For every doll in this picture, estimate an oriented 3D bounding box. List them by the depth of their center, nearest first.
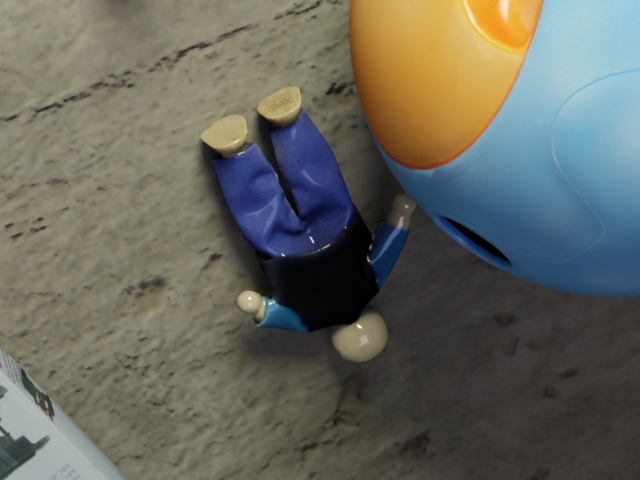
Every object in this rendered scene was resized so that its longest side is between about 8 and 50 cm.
[{"bbox_3d":[0.000,0.000,0.907,0.129,0.046,0.189,-28,119,-7],"label":"doll"}]

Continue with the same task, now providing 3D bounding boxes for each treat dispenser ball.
[{"bbox_3d":[0.158,-0.114,0.782,0.288,0.288,0.288,-8,114,-18],"label":"treat dispenser ball"}]

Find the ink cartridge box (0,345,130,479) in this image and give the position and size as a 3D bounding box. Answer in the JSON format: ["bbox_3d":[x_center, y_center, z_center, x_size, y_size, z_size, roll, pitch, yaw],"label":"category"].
[{"bbox_3d":[-0.213,0.184,0.896,0.186,0.065,0.311,-38,122,-2],"label":"ink cartridge box"}]
